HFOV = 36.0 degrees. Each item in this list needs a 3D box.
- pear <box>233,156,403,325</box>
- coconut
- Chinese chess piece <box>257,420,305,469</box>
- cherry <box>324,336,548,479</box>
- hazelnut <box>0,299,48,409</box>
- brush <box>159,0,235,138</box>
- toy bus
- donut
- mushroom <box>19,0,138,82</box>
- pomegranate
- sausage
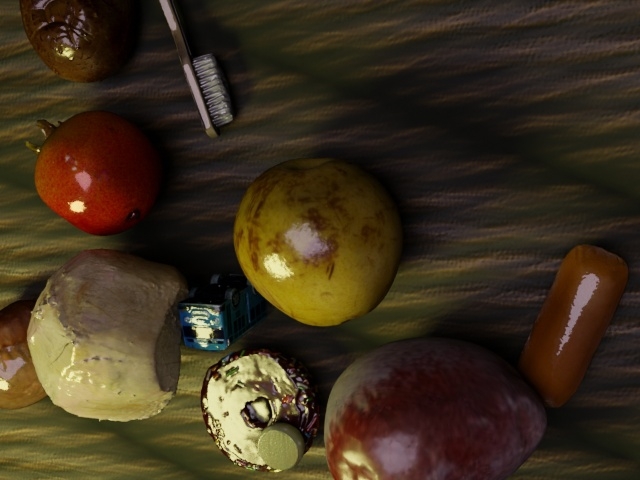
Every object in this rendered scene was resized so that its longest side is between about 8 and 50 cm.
[{"bbox_3d":[0.000,0.000,1.577,0.281,0.281,0.280,4,103,20],"label":"pear"},{"bbox_3d":[-0.373,0.157,1.708,0.255,0.297,0.297,7,107,-19],"label":"coconut"},{"bbox_3d":[-0.068,0.356,1.705,0.084,0.034,0.084,6,107,19],"label":"Chinese chess piece"},{"bbox_3d":[0.164,0.294,1.557,0.335,0.326,0.291,-27,92,-10],"label":"cherry"},{"bbox_3d":[-0.574,0.219,1.895,0.214,0.176,0.214,-12,59,21],"label":"hazelnut"},{"bbox_3d":[-0.220,-0.338,1.699,0.065,0.070,0.327,-20,92,5],"label":"brush"},{"bbox_3d":[-0.166,0.122,1.706,0.090,0.185,0.106,3,105,21],"label":"toy bus"},{"bbox_3d":[-0.100,0.297,1.768,0.235,0.089,0.235,4,102,21],"label":"donut"},{"bbox_3d":[-0.425,-0.394,1.720,0.194,0.138,0.231,-32,89,23],"label":"mushroom"},{"bbox_3d":[-0.400,-0.128,1.726,0.257,0.221,0.220,32,111,14],"label":"pomegranate"},{"bbox_3d":[0.391,0.135,1.541,0.105,0.105,0.274,24,109,15],"label":"sausage"}]
